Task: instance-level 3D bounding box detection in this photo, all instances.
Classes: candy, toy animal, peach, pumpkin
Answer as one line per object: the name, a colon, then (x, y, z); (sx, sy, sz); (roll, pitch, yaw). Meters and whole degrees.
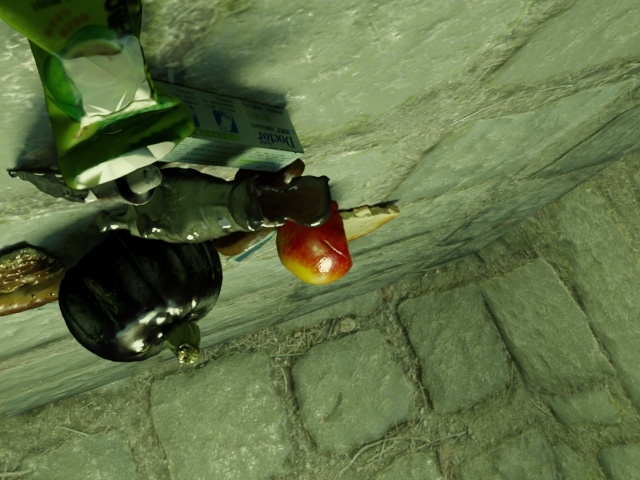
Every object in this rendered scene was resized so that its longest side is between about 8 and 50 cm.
candy: (-0.208, -0.169, 0.604); (0.149, 0.069, 0.246); (-28, 147, -18)
toy animal: (-0.160, -0.046, 0.865); (0.343, 0.106, 0.168); (3, -175, 35)
peach: (0.000, 0.000, 1.453); (0.192, 0.190, 0.190); (-39, 161, 28)
pumpkin: (-0.297, 0.110, 1.176); (0.295, 0.296, 0.296); (-21, 167, -5)

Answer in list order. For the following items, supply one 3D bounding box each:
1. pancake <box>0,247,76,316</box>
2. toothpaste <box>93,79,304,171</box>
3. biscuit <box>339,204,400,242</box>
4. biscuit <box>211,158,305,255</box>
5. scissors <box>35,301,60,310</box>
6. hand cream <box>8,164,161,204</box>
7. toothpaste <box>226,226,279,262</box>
pancake: (-0.545, 0.081, 1.124); (0.265, 0.057, 0.244); (-15, 165, -32)
toothpaste: (-0.151, -0.143, 0.834); (0.067, 0.081, 0.336); (-29, 165, 31)
biscuit: (0.048, -0.029, 1.718); (0.308, 0.040, 0.204); (-12, 163, -37)
biscuit: (-0.100, -0.064, 1.006); (0.179, 0.039, 0.236); (-26, -148, 28)
scissors: (-0.510, 0.139, 1.490); (0.191, 0.030, 0.360); (-33, 162, 23)
hand cream: (-0.276, -0.069, 0.784); (0.256, 0.050, 0.084); (4, -174, 38)
toothpaste: (-0.155, 0.006, 1.538); (0.197, 0.035, 0.057); (-32, 180, 30)
